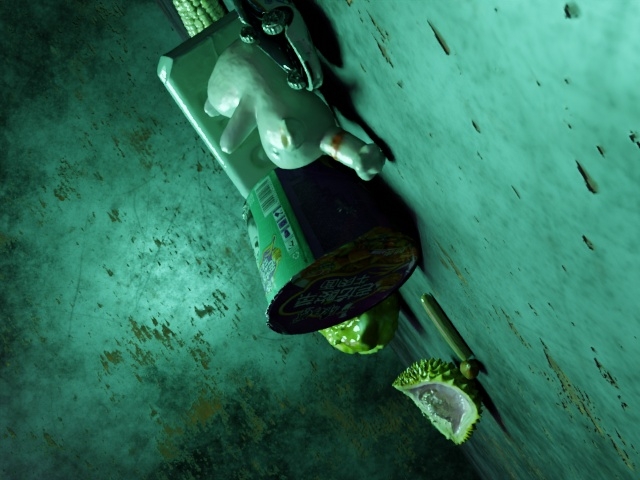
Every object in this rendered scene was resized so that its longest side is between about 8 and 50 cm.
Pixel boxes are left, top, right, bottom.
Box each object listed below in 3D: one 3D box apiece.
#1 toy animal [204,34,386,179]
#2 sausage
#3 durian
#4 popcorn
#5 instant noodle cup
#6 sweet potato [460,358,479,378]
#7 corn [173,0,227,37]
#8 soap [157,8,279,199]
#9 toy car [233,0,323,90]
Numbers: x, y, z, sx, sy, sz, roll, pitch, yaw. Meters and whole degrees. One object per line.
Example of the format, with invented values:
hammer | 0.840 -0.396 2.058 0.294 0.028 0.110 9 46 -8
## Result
toy animal | -0.048 -0.150 0.680 0.282 0.141 0.138 59 138 29
sausage | 0.214 0.148 0.901 0.132 0.024 0.024 55 176 3
durian | 0.257 0.320 1.079 0.182 0.132 0.165 42 -177 22
popcorn | 0.092 0.158 1.283 0.251 0.206 0.236 108 147 -64
instant noodle cup | 0.000 0.000 0.807 0.190 0.251 0.251 63 -179 29
sweet potato | 0.260 0.223 0.910 0.034 0.034 0.095 54 -174 17
corn | -0.237 -0.448 0.948 0.087 0.087 0.211 52 176 46
soap | -0.126 -0.215 0.886 0.289 0.173 0.095 58 175 -35
toy car | -0.054 -0.246 0.593 0.205 0.056 0.095 49 174 31
